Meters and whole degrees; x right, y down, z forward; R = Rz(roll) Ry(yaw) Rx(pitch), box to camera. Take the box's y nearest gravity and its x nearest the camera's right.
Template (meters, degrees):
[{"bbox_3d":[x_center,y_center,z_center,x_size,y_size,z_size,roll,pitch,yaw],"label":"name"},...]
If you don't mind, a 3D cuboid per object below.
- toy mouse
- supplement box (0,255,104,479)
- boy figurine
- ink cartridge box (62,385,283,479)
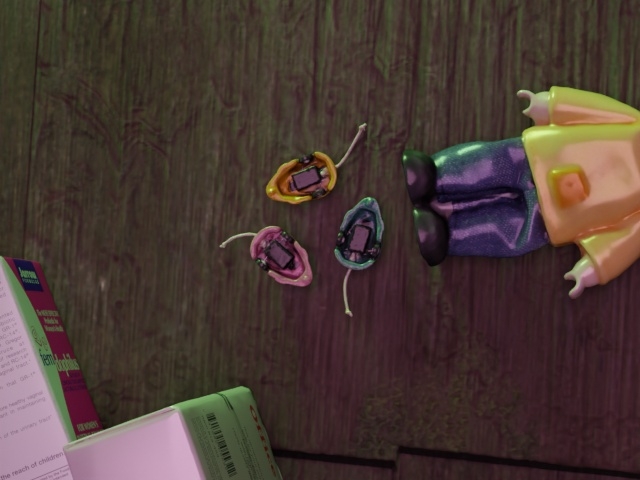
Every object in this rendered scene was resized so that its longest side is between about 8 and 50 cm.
[{"bbox_3d":[0.000,0.000,1.341,0.161,0.031,0.143,-27,84,6],"label":"toy mouse"},{"bbox_3d":[-0.266,0.135,1.330,0.114,0.111,0.220,-24,85,6],"label":"supplement box"},{"bbox_3d":[0.217,-0.043,1.285,0.285,0.092,0.177,-9,83,10],"label":"boy figurine"},{"bbox_3d":[-0.098,0.216,1.241,0.100,0.237,0.172,-20,85,9],"label":"ink cartridge box"}]
